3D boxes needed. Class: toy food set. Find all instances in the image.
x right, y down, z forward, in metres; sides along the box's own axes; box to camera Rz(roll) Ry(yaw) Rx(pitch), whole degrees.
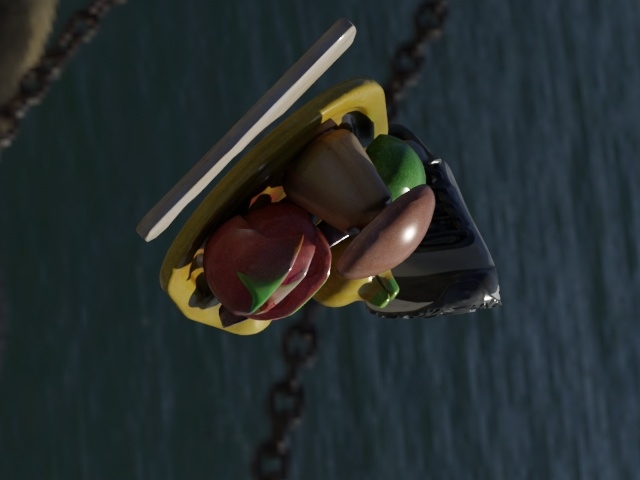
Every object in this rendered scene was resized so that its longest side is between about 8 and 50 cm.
[{"bbox_3d":[0.000,0.000,0.821,0.071,0.128,0.218,45,-4,11],"label":"toy food set"}]

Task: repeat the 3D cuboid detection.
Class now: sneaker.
[{"bbox_3d":[0.073,-0.013,1.533,0.271,0.100,0.108,-119,-155,-66],"label":"sneaker"}]
